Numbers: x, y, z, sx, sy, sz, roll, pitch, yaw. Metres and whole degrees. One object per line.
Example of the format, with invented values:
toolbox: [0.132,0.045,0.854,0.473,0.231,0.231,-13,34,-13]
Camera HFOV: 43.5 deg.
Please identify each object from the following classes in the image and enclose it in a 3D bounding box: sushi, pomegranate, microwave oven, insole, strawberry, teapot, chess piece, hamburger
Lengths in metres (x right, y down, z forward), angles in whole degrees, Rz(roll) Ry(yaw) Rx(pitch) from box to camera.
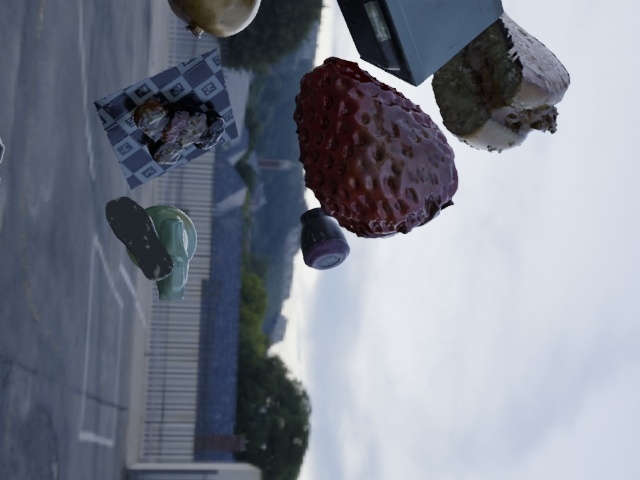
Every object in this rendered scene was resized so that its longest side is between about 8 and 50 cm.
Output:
sushi: [-0.347,-0.267,1.952,0.068,0.320,0.339,55,-16,29]
pomegranate: [-0.230,-0.527,1.678,0.215,0.216,0.215,-177,-90,-82]
microwave oven: [0.155,-0.527,1.530,0.218,0.286,0.355,39,-13,43]
insole: [-0.374,-0.007,1.654,0.248,0.081,0.011,52,-20,32]
strawberry: [0.089,-0.170,1.348,0.336,0.265,0.149,58,-16,4]
teapot: [0.008,-0.005,1.946,0.148,0.116,0.145,44,26,-58]
chess piece: [-0.351,0.022,1.829,0.298,0.176,0.175,-143,-124,-68]
hamburger: [0.445,-0.365,1.930,0.268,0.287,0.445,-50,-155,30]

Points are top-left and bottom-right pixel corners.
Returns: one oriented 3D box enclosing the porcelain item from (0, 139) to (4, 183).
porcelain item: [-0.890,-0.253,2.154,0.069,0.081,0.215,166,-89,-77]
